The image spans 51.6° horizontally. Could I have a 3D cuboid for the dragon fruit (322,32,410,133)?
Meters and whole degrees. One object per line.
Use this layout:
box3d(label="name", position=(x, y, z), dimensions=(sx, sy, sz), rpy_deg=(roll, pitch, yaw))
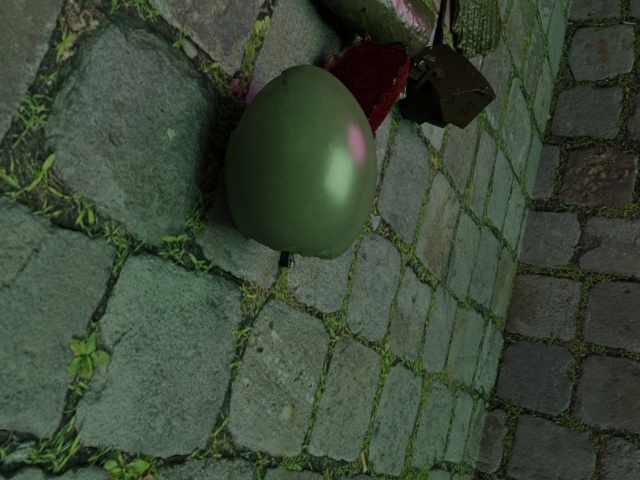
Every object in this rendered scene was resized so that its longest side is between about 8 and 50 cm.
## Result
box3d(label="dragon fruit", position=(0.080, -0.334, 1.456), dimensions=(0.274, 0.161, 0.126), rpy_deg=(-56, 169, 10))

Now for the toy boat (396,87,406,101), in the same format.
box3d(label="toy boat", position=(0.170, -0.488, 1.652), dimensions=(0.111, 0.084, 0.277), rpy_deg=(-34, 129, -55))

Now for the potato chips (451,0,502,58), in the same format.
box3d(label="potato chips", position=(0.521, -0.814, 2.178), dimensions=(0.358, 0.070, 0.430), rpy_deg=(-5, 101, -57))

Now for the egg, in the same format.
box3d(label="egg", position=(-0.033, -0.141, 1.192), dimensions=(0.278, 0.278, 0.337), rpy_deg=(4, 94, -60))

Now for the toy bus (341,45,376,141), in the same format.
box3d(label="toy bus", position=(0.093, -0.342, 1.557), dimensions=(0.081, 0.074, 0.227), rpy_deg=(-26, 119, -56))

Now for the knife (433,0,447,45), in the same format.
box3d(label="knife", position=(0.369, -0.654, 2.008), dimensions=(0.060, 0.028, 0.231), rpy_deg=(32, 66, -70))

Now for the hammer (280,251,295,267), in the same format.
box3d(label="hammer", position=(0.001, 0.000, 1.524), dimensions=(0.287, 0.033, 0.111), rpy_deg=(-2, 100, -60))

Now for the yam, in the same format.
box3d(label="yam", position=(0.120, -0.517, 1.439), dimensions=(0.268, 0.161, 0.161), rpy_deg=(27, 73, -40))

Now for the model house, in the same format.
box3d(label="model house", position=(0.299, -0.419, 1.800), dimensions=(0.243, 0.204, 0.211), rpy_deg=(13, 41, -38))
